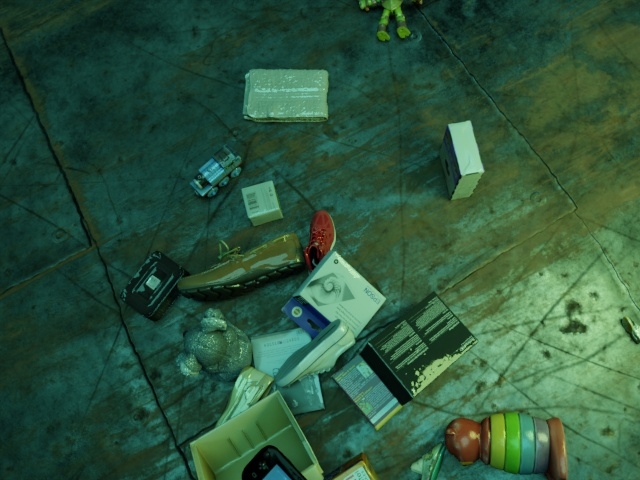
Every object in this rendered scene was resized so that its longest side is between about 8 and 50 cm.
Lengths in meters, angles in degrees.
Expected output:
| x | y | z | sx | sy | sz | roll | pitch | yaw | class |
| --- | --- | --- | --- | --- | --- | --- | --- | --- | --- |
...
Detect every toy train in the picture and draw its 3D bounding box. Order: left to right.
| x | y | z | sx | sy | sz | roll | pitch | yaw | class |
| --- | --- | --- | --- | --- | --- | --- | --- | --- | --- |
| -0.326 | -0.214 | 1.805 | 0.184 | 0.105 | 0.080 | -42 | 74 | -9 | toy train |

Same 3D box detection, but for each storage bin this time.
| x | y | z | sx | sy | sz | roll | pitch | yaw | class |
| --- | --- | --- | --- | --- | --- | --- | --- | --- | --- |
| -0.490 | 0.137 | 1.721 | 0.122 | 0.084 | 0.180 | 33 | 79 | 13 | storage bin |
| -0.159 | 0.541 | 1.413 | 0.262 | 0.260 | 0.123 | -29 | 112 | -12 | storage bin |

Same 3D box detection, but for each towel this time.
| x | y | z | sx | sy | sz | roll | pitch | yaw | class |
| --- | --- | --- | --- | --- | --- | --- | --- | --- | --- |
| -0.114 | -0.481 | 1.902 | 0.282 | 0.049 | 0.187 | 0 | 74 | 4 | towel |

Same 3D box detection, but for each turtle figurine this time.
| x | y | z | sx | sy | sz | roll | pitch | yaw | class |
| --- | --- | --- | --- | --- | --- | --- | --- | --- | --- |
| 0.256 | -0.793 | 1.949 | 0.269 | 0.087 | 0.217 | -1 | 73 | 4 | turtle figurine |

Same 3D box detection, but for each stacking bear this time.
| x | y | z | sx | sy | sz | roll | pitch | yaw | class |
| --- | --- | --- | --- | --- | --- | --- | --- | --- | --- |
| 0.469 | 0.529 | 1.497 | 0.289 | 0.175 | 0.164 | 2 | 70 | 13 | stacking bear |

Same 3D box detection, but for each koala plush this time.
| x | y | z | sx | sy | sz | roll | pitch | yaw | class |
| --- | --- | --- | --- | --- | --- | --- | --- | --- | --- |
| -0.300 | 0.291 | 1.579 | 0.203 | 0.221 | 0.196 | 28 | 78 | 16 | koala plush |

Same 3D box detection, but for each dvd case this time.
| x | y | z | sx | sy | sz | roll | pitch | yaw | class |
| --- | --- | --- | --- | --- | --- | --- | --- | --- | --- |
| -0.095 | 0.377 | 1.646 | 0.179 | 0.029 | 0.238 | -11 | 72 | 1 | dvd case |

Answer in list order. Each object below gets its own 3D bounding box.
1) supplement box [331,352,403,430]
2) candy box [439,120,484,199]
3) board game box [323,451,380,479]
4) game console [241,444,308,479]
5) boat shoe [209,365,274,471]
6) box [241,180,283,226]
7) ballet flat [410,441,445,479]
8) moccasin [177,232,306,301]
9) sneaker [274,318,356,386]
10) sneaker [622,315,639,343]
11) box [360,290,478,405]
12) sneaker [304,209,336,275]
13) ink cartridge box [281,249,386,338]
| x | y | z | sx | sy | sz | roll | pitch | yaw | class |
| --- | --- | --- | --- | --- | --- | --- | --- | --- | --- |
| 0.129 | 0.416 | 1.590 | 0.104 | 0.081 | 0.188 | -40 | 75 | -8 | supplement box |
| 0.413 | -0.233 | 1.708 | 0.070 | 0.196 | 0.165 | -10 | 73 | 1 | candy box |
| 0.046 | 0.757 | 1.347 | 0.356 | 0.356 | 0.356 | -31 | 73 | -6 | board game box |
| -0.026 | 0.596 | 1.192 | 0.361 | 0.044 | 0.213 | 42 | 79 | 15 | game console |
| -0.218 | 0.498 | 1.566 | 0.098 | 0.109 | 0.302 | 20 | 81 | 15 | boat shoe |
| -0.178 | -0.113 | 1.772 | 0.102 | 0.087 | 0.101 | -15 | 73 | -1 | box |
| 0.271 | 0.639 | 1.522 | 0.079 | 0.077 | 0.221 | 7 | 73 | 27 | ballet flat |
| -0.237 | 0.072 | 1.696 | 0.380 | 0.139 | 0.147 | -21 | 66 | 0 | moccasin |
| -0.010 | 0.331 | 1.592 | 0.258 | 0.094 | 0.091 | -39 | 106 | 6 | sneaker |
| 0.882 | 0.246 | 1.617 | 0.037 | 0.032 | 0.083 | -25 | 77 | -18 | sneaker |
| 0.268 | 0.291 | 1.570 | 0.261 | 0.103 | 0.184 | -32 | 70 | -26 | box |
| 0.000 | 0.000 | 1.703 | 0.087 | 0.128 | 0.221 | -2 | 73 | 4 | sneaker |
| 0.041 | 0.181 | 1.635 | 0.223 | 0.045 | 0.224 | 42 | 80 | -17 | ink cartridge box |
